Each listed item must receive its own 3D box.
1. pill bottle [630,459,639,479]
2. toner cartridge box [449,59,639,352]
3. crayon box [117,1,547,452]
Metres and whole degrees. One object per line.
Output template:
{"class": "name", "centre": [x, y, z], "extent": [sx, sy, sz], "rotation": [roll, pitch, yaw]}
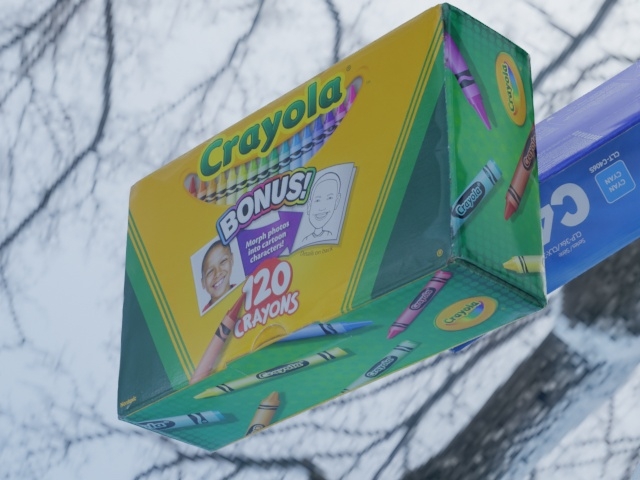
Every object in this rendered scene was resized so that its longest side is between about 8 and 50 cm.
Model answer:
{"class": "pill bottle", "centre": [0.242, 0.048, 0.622], "extent": [0.301, 0.169, 0.169], "rotation": [-28, -109, -35]}
{"class": "toner cartridge box", "centre": [0.201, -0.052, 1.315], "extent": [0.347, 0.165, 0.075], "rotation": [-32, -78, -5]}
{"class": "crayon box", "centre": [0.000, 0.000, 1.082], "extent": [0.081, 0.278, 0.165], "rotation": [26, -129, -37]}
